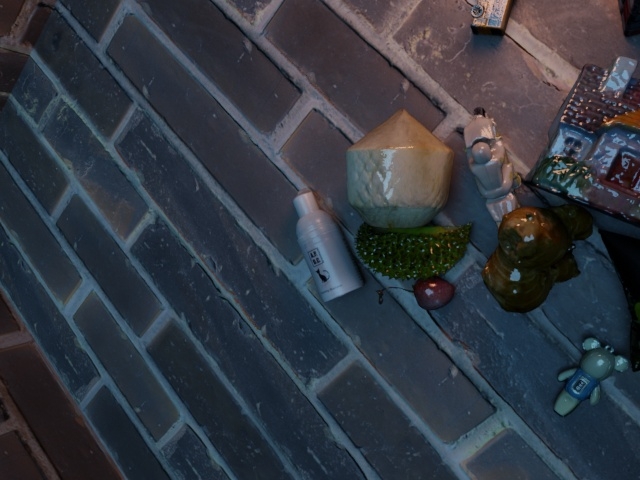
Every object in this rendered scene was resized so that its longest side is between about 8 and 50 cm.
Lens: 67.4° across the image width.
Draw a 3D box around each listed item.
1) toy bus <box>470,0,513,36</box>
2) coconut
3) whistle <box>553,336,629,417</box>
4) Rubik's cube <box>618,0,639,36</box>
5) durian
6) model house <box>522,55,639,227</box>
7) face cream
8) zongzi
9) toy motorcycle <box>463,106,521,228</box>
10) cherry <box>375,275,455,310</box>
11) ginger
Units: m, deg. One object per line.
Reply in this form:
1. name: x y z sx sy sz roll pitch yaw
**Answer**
1. toy bus: 0.466 -0.645 1.266 0.103 0.091 0.181 17 103 21
2. coconut: 0.218 -0.197 1.317 0.329 0.329 0.328 2 95 25
3. whistle: 0.691 0.366 1.255 0.114 0.077 0.235 36 114 28
4. Rubik's cube: 0.794 -0.644 1.001 0.293 0.287 0.291 -9 91 26
5. durian: 0.257 0.018 1.404 0.352 0.169 0.158 0 120 27
6. model house: 0.704 -0.213 1.068 0.361 0.297 0.338 25 102 15
7. face cream: 0.000 0.000 1.511 0.146 0.145 0.369 -28 83 25
8. zongzi: 0.830 0.093 1.089 0.384 0.319 0.361 -30 83 43
9. toy motorcycle: 0.445 -0.190 1.244 0.108 0.223 0.340 -17 89 29
10. cherry: 0.281 0.162 1.406 0.226 0.090 0.106 -11 129 11
11. ginger: 0.528 0.047 1.190 0.152 0.275 0.357 44 145 39
